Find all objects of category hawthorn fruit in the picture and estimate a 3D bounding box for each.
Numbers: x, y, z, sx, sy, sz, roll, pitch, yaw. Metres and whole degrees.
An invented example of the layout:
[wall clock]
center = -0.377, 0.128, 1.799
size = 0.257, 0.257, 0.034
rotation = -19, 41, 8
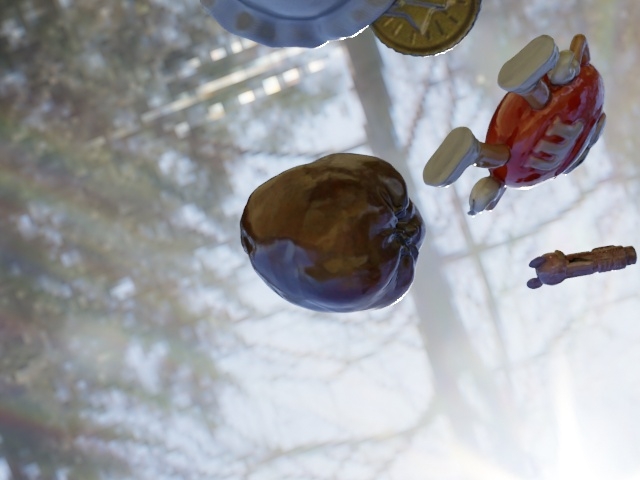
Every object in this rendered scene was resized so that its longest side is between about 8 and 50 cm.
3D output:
[hawthorn fruit]
center = 0.000, 0.000, 2.225
size = 0.248, 0.208, 0.208
rotation = -10, -161, 31

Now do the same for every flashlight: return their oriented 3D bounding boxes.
[flashlight]
center = 0.255, 0.021, 1.775
size = 0.110, 0.052, 0.031
rotation = -10, -129, -6

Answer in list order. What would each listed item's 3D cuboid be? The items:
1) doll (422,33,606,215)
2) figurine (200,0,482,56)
[doll]
center = 0.182, -0.095, 1.560
size = 0.183, 0.085, 0.217
rotation = -53, 160, 14
[figurine]
center = -0.046, -0.175, 0.865
size = 0.143, 0.271, 0.143
rotation = -50, 167, -16
